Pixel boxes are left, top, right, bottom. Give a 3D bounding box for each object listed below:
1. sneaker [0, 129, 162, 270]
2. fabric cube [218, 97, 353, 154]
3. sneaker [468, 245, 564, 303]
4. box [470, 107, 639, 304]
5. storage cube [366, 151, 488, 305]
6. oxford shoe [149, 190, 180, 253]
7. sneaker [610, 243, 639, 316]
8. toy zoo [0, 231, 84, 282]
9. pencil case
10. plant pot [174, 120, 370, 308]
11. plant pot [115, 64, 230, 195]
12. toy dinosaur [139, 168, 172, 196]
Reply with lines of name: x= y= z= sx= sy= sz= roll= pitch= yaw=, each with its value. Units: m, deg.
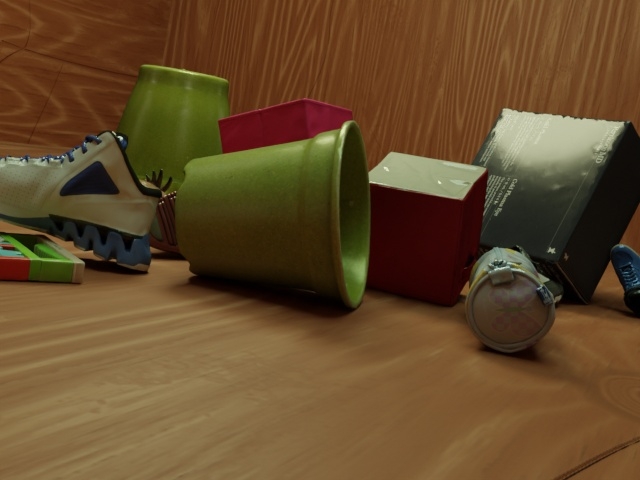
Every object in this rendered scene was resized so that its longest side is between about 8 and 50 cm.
sneaker: x=-0.370 y=-0.092 z=1.198 sx=0.316 sy=0.182 sz=0.127 roll=22 pitch=-3 yaw=-9
fabric cube: x=-0.069 y=-0.185 z=2.017 sx=0.259 sy=0.258 sz=0.254 roll=-8 pitch=-2 yaw=28
sneaker: x=0.374 y=0.064 z=1.503 sx=0.234 sy=0.106 sz=0.078 roll=5 pitch=10 yaw=-36
box: x=0.471 y=-0.082 z=1.727 sx=0.313 sy=0.343 sz=0.179 roll=18 pitch=-18 yaw=48
storage cube: x=0.174 y=-0.026 z=1.419 sx=0.215 sy=0.193 sz=0.184 roll=11 pitch=26 yaw=21
oxford shoe: x=-0.221 y=-0.020 z=1.482 sx=0.130 sy=0.122 sz=0.348 roll=-17 pitch=-7 yaw=32
sneaker: x=0.615 y=0.081 z=1.603 sx=0.058 sy=0.152 sz=0.085 roll=-23 pitch=-1 yaw=22
toy zoo: x=-0.477 y=0.013 z=1.050 sx=0.293 sy=0.030 sz=0.192 roll=5 pitch=8 yaw=-36
pencil case: x=0.267 y=0.079 z=1.181 sx=0.114 sy=0.124 sz=0.273 roll=-30 pitch=-3 yaw=12
plant pot: x=-0.070 y=-0.036 z=1.226 sx=0.254 sy=0.275 sz=0.276 roll=-1 pitch=5 yaw=12
plant pot: x=-0.387 y=-0.275 z=2.176 sx=0.367 sy=0.352 sz=0.366 roll=9 pitch=7 yaw=-1
toy dinosaur: x=-0.360 y=-0.080 z=1.626 sx=0.200 sy=0.127 sz=0.296 roll=13 pitch=9 yaw=-34
